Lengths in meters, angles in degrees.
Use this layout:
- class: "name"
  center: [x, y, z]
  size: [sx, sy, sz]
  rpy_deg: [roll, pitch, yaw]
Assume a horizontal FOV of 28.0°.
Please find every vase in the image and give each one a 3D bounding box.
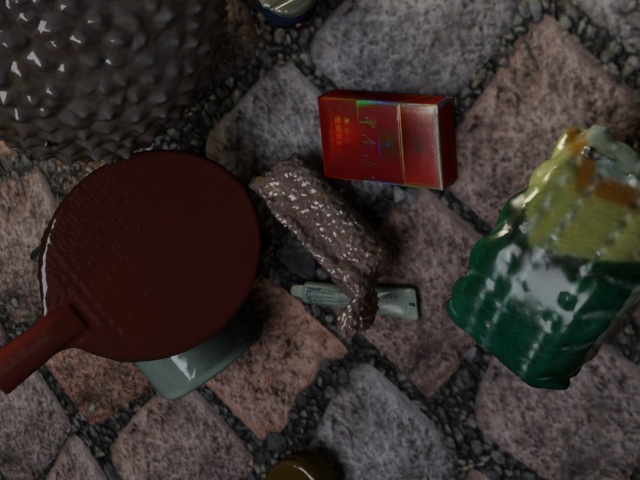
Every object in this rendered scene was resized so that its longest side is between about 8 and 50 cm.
- class: "vase"
  center: [-0.225, 0.060, 1.815]
  size: [0.245, 0.245, 0.291]
  rpy_deg: [-34, 96, 39]

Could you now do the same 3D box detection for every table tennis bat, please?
- class: "table tennis bat"
  center: [-0.263, 0.054, 1.681]
  size: [0.415, 0.051, 0.268]
  rpy_deg: [-39, 102, -3]

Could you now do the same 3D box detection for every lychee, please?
- class: "lychee"
  center: [-0.308, -0.283, 1.573]
  size: [0.380, 0.432, 0.380]
  rpy_deg: [7, 102, 34]

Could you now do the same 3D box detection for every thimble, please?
- class: "thimble"
  center: [0.279, 0.018, 1.411]
  size: [0.167, 0.254, 0.288]
  rpy_deg: [38, 121, 15]

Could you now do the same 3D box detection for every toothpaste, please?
- class: "toothpaste"
  center: [0.045, 0.077, 1.747]
  size: [0.197, 0.029, 0.048]
  rpy_deg: [5, 115, 30]

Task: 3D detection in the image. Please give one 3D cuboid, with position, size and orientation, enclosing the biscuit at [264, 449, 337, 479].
- class: "biscuit"
  center: [0.062, 0.495, 1.892]
  size: [0.394, 0.076, 0.368]
  rpy_deg: [16, 118, 25]

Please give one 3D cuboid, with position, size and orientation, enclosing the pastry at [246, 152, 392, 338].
- class: "pastry"
  center: [0.012, -0.005, 1.675]
  size: [0.112, 0.103, 0.265]
  rpy_deg: [-35, 73, 7]

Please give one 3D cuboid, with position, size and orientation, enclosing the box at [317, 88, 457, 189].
- class: "box"
  center: [0.083, -0.128, 1.617]
  size: [0.175, 0.048, 0.112]
  rpy_deg: [7, 113, 33]

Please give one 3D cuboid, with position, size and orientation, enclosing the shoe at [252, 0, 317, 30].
- class: "shoe"
  center: [-0.057, -0.350, 1.605]
  size: [0.099, 0.125, 0.227]
  rpy_deg: [-28, 65, 5]
